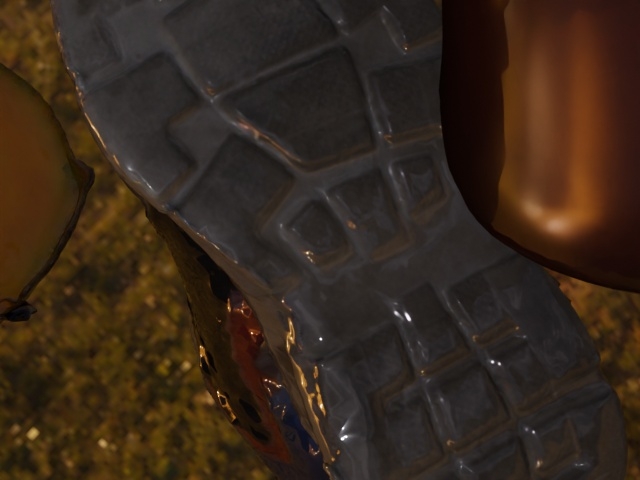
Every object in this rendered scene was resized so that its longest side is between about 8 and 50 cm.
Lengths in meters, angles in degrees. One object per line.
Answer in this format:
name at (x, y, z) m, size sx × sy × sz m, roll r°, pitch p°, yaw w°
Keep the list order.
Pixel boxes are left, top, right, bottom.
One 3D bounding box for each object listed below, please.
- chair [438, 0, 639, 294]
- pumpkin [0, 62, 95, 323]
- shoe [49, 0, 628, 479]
chair at (0.116, -0.205, 0.341) m, size 0.226 × 0.401 × 0.226 m, roll -5°, pitch 17°, yaw 2°
pumpkin at (-0.227, 0.018, 0.635) m, size 0.278 × 0.111 × 0.163 m, roll -5°, pitch 43°, yaw -28°
shoe at (0.000, 0.001, 0.500) m, size 0.099 × 0.227 × 0.125 m, roll -30°, pitch 3°, yaw -12°
